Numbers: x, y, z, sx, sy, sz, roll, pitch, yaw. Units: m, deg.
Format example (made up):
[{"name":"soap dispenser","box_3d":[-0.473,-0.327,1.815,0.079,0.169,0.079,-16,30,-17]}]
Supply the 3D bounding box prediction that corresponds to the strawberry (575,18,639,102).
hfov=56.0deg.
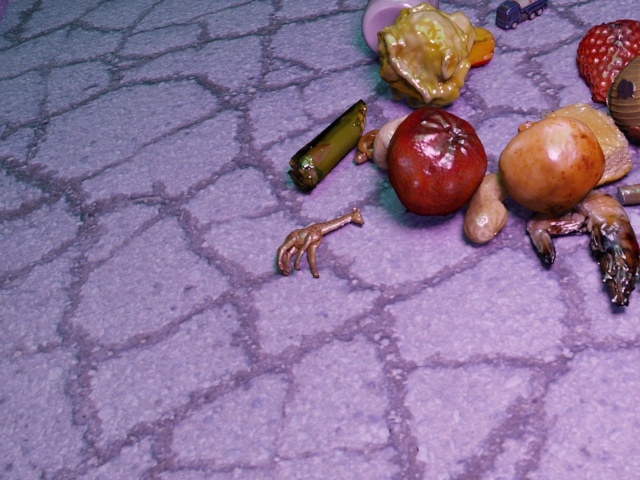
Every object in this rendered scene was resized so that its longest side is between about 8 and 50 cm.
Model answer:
[{"name":"strawberry","box_3d":[0.859,-0.544,1.754,0.280,0.150,0.253,-36,50,-17]}]

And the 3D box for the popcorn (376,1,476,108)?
[{"name":"popcorn","box_3d":[0.316,-0.545,1.822,0.313,0.312,0.312,-8,49,9]}]

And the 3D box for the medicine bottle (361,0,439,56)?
[{"name":"medicine bottle","box_3d":[0.282,-0.788,2.053,0.245,0.245,0.306,4,51,19]}]

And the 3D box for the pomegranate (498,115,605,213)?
[{"name":"pomegranate","box_3d":[0.544,-0.183,1.434,0.248,0.248,0.248,-8,49,9]}]

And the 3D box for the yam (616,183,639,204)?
[{"name":"yam","box_3d":[0.799,-0.118,1.472,0.133,0.054,0.054,-7,49,10]}]

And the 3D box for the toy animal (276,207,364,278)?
[{"name":"toy animal","box_3d":[-0.007,-0.004,1.600,0.149,0.054,0.275,29,62,30]}]

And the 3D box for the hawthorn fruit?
[{"name":"hawthorn fruit","box_3d":[0.267,-0.171,1.515,0.254,0.300,0.254,13,50,-16]}]

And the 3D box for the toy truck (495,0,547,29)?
[{"name":"toy truck","box_3d":[0.695,-0.797,2.051,0.202,0.088,0.074,-30,51,-10]}]

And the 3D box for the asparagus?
[{"name":"asparagus","box_3d":[0.048,-0.296,1.789,0.382,0.108,0.128,-46,18,-23]}]

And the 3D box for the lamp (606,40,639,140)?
[{"name":"lamp","box_3d":[0.865,-0.393,1.531,0.250,0.284,0.250,-18,18,6]}]

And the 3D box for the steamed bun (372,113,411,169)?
[{"name":"steamed bun","box_3d":[0.250,-0.251,1.682,0.172,0.140,0.155,-30,54,-15]}]

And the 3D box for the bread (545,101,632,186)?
[{"name":"bread","box_3d":[0.687,-0.249,1.569,0.174,0.121,0.245,-27,53,5]}]

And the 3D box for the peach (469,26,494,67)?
[{"name":"peach","box_3d":[0.484,-0.624,1.945,0.151,0.118,0.151,-14,70,43]}]

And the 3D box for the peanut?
[{"name":"peanut","box_3d":[0.421,-0.088,1.523,0.103,0.098,0.229,28,55,-11]}]

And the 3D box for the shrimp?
[{"name":"shrimp","box_3d":[0.613,0.011,1.409,0.233,0.071,0.364,-8,47,17]}]

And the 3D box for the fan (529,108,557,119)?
[{"name":"fan","box_3d":[0.651,-0.362,1.750,0.083,0.004,0.055,1,52,16]}]

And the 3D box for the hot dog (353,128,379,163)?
[{"name":"hot dog","box_3d":[0.156,-0.278,1.781,0.090,0.060,0.140,27,54,18]}]
